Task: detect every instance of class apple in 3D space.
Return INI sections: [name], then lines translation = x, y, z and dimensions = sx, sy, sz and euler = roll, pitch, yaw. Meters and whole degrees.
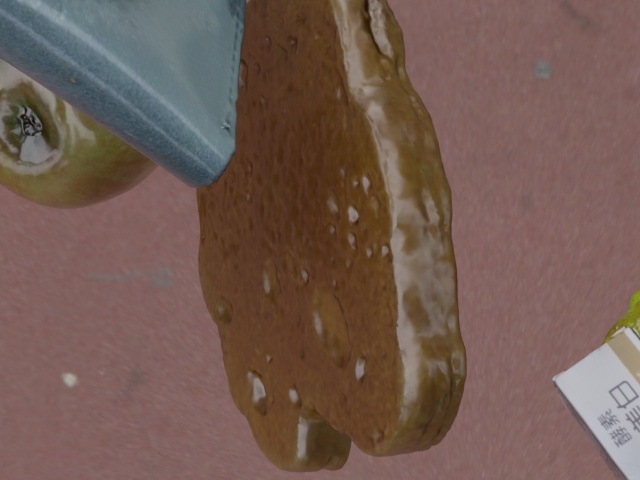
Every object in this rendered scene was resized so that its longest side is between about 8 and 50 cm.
[apple]
translation = -0.277, -0.163, 1.556
dimensions = 0.257, 0.234, 0.256
euler = 7, 109, 20

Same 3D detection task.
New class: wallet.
[wallet]
translation = -0.139, -0.191, 0.761
dimensions = 0.054, 0.251, 0.290
euler = -34, 37, 32

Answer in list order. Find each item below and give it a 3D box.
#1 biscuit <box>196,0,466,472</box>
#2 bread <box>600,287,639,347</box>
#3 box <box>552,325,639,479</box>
[biscuit]
translation = 0.000, 0.000, 1.031
dimensions = 0.074, 0.359, 0.381
euler = -7, 48, -28
[bread]
translation = 0.467, 0.185, 1.510
dimensions = 0.166, 0.112, 0.383
euler = -31, 60, -15
[box]
translation = 0.202, 0.144, 0.715
dimensions = 0.055, 0.039, 0.218
euler = -34, 60, 2
